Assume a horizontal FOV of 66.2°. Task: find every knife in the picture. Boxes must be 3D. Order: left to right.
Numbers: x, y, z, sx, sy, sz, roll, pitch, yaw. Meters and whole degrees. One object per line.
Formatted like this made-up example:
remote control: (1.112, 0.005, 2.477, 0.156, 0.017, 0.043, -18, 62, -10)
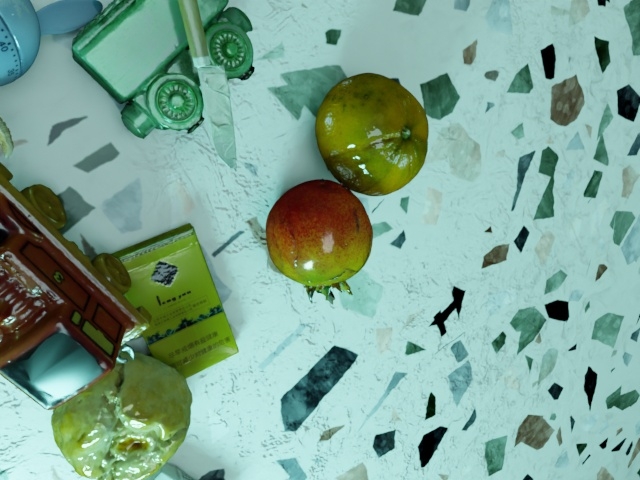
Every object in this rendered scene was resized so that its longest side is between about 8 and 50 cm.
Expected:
knife: (-0.160, -0.244, 0.715, 0.047, 0.017, 0.298, -20, 112, -29)

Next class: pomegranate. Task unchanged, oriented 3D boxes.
pomegranate: (0.000, 0.000, 0.934, 0.210, 0.210, 0.236, -15, 103, -25)

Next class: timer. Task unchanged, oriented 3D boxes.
timer: (-0.441, -0.307, 0.660, 0.175, 0.256, 0.176, 3, 129, 4)

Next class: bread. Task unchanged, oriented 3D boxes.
bread: (-0.343, 0.318, 0.855, 0.244, 0.134, 0.245, -6, 114, -15)

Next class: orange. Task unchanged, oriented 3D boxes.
orange: (0.106, -0.203, 0.947, 0.239, 0.171, 0.241, -3, 96, -31)

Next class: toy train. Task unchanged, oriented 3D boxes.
toy train: (-0.399, 0.078, 0.701, 0.163, 0.232, 0.369, -34, 117, 0)
toy train: (-0.230, -0.292, 0.762, 0.266, 0.145, 0.202, -48, 118, -10)

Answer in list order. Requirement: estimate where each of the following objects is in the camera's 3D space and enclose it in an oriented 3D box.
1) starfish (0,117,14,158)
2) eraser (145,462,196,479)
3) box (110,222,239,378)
starfish: (-0.494, -0.164, 0.618, 0.215, 0.238, 0.071, 25, 62, -24)
eraser: (-0.295, 0.548, 0.997, 0.124, 0.068, 0.210, -46, 119, -10)
box: (-0.265, 0.125, 0.914, 0.152, 0.041, 0.279, -23, 113, -20)
